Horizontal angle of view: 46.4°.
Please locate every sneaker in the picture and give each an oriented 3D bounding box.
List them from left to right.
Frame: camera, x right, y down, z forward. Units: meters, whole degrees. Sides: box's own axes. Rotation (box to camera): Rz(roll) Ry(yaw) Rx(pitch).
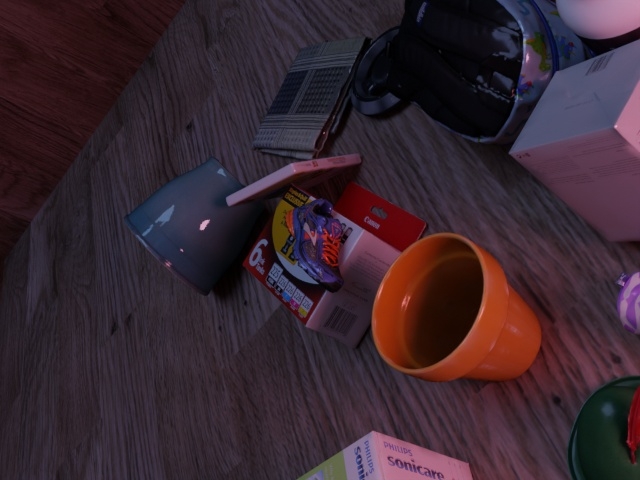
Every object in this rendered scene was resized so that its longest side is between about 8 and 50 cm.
[{"bbox_3d":[0.000,0.000,1.301,0.087,0.083,0.221,-38,43,16],"label":"sneaker"}]

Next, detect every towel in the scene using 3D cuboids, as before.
[{"bbox_3d":[-0.020,-0.345,1.827,0.324,0.056,0.312,14,76,57],"label":"towel"}]

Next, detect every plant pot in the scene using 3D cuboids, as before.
[{"bbox_3d":[-0.280,-0.050,1.793,0.255,0.271,0.272,-45,35,-2],"label":"plant pot"},{"bbox_3d":[0.210,0.117,1.076,0.205,0.188,0.205,-30,46,37],"label":"plant pot"}]

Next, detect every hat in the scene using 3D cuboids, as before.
[{"bbox_3d":[0.324,0.209,0.867,0.208,0.184,0.173,-61,34,2],"label":"hat"}]

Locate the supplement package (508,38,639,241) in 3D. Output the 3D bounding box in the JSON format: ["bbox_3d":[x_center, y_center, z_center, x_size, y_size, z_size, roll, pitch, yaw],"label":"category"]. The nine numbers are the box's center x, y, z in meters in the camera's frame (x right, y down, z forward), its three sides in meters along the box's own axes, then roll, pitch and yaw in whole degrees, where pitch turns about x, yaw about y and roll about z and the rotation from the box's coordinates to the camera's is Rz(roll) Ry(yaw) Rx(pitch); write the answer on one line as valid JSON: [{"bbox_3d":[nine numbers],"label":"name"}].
[{"bbox_3d":[0.391,-0.117,0.925,0.149,0.203,0.194,-57,17,-14],"label":"supplement package"}]

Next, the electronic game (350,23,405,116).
[{"bbox_3d":[0.151,-0.370,1.608,0.229,0.048,0.229,-30,45,36],"label":"electronic game"}]

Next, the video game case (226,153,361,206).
[{"bbox_3d":[-0.058,-0.130,1.600,0.227,0.206,0.026,-21,86,44],"label":"video game case"}]

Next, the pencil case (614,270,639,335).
[{"bbox_3d":[0.453,0.091,0.875,0.088,0.086,0.206,-45,32,-17],"label":"pencil case"}]

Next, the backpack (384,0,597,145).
[{"bbox_3d":[0.278,-0.296,1.209,0.355,0.274,0.290,-108,31,-61],"label":"backpack"}]

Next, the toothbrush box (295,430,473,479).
[{"bbox_3d":[0.058,0.406,1.064,0.283,0.206,0.122,-41,39,27],"label":"toothbrush box"}]

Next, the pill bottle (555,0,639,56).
[{"bbox_3d":[0.427,-0.297,0.952,0.182,0.323,0.181,-32,44,37],"label":"pill bottle"}]

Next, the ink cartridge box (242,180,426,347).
[{"bbox_3d":[0.018,0.011,1.453,0.271,0.130,0.309,-59,34,3],"label":"ink cartridge box"}]
